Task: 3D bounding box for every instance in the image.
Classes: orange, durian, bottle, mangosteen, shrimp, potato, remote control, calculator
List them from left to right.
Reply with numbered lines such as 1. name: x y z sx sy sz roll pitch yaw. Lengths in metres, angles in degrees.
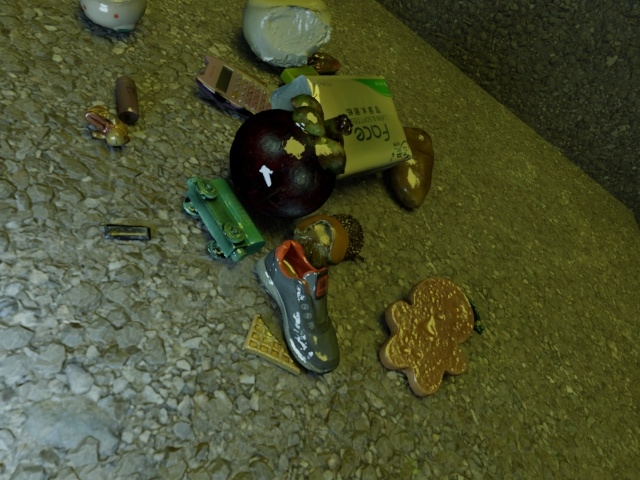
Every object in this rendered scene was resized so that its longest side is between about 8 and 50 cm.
1. bottle: -0.522 -0.380 1.127 0.053 0.053 0.140 2 56 -35
2. remote control: -0.430 -0.019 0.935 0.096 0.014 0.039 3 56 -33
3. calculator: -0.263 -0.492 1.386 0.294 0.043 0.194 24 46 -24
4. mangosteen: -0.090 -0.218 1.118 0.330 0.330 0.330 19 48 -23
5. shrimp: -0.001 -0.772 1.811 0.150 0.068 0.248 32 37 7
6. orange: 0.000 0.000 1.134 0.156 0.134 0.156 1 63 -1
7. durian: 0.082 -0.016 1.244 0.148 0.091 0.188 -25 75 -44
8. potato: 0.346 -0.286 1.616 0.195 0.176 0.369 61 31 -49

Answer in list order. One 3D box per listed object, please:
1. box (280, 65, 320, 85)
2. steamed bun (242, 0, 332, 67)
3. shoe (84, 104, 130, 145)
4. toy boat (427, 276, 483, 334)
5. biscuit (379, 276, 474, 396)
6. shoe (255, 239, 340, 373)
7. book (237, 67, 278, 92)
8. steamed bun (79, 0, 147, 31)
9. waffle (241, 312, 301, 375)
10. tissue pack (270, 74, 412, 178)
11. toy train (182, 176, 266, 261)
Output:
1. box: 0.010 -0.529 1.612 0.335 0.047 0.187 51 40 3
2. steamed bun: -0.132 -0.813 1.612 0.334 0.233 0.312 2 40 -8
3. shoe: -0.530 -0.280 1.031 0.069 0.072 0.109 -88 156 -64
4. toy boat: 0.423 0.199 1.317 0.229 0.089 0.088 44 22 14
5. biscuit: 0.307 0.254 1.182 0.275 0.052 0.355 38 55 -1
6. shoe: -0.023 0.136 0.988 0.132 0.171 0.336 -11 64 -41
7. book: -0.174 -0.484 1.483 0.295 0.020 0.208 22 47 -20
8. steamed bun: -0.626 -0.723 1.267 0.177 0.131 0.228 13 51 -14
9. waffle: -0.099 0.239 0.960 0.153 0.023 0.097 29 45 -11
10. tissue pack: 0.083 -0.370 1.391 0.405 0.205 0.332 -21 94 -41
11. toy train: -0.237 -0.059 1.054 0.248 0.101 0.159 56 31 12
